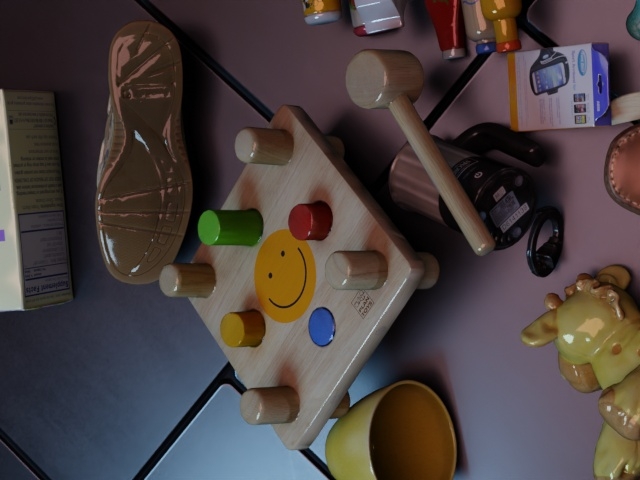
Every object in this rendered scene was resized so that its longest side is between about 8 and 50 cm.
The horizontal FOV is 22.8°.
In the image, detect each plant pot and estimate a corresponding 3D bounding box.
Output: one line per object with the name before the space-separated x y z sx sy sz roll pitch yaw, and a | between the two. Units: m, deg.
plant pot | 0.061 0.215 1.634 0.095 0.134 0.134 -11 90 44

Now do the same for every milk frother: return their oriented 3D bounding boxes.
milk frother | 0.163 -0.033 1.590 0.135 0.129 0.143 29 139 50

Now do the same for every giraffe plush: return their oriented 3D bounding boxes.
giraffe plush | 0.289 0.114 1.528 0.170 0.181 0.210 32 116 37

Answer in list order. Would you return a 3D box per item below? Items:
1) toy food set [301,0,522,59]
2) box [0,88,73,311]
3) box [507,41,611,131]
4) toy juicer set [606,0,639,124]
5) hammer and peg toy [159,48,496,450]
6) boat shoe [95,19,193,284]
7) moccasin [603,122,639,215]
toy food set | 0.099 -0.223 1.586 0.232 0.111 0.104 -8 92 26
box | -0.407 -0.040 1.780 0.214 0.117 0.243 -5 91 20
box | 0.238 -0.149 1.549 0.136 0.028 0.081 2 95 53
toy juicer set | 0.395 -0.261 1.502 0.209 0.089 0.329 7 111 0
hammer and peg toy | 0.000 0.000 1.551 0.266 0.127 0.361 54 126 34
boat shoe | -0.188 -0.096 1.723 0.105 0.089 0.285 5 99 -6
moccasin | 0.448 -0.044 1.452 0.380 0.147 0.139 15 99 18
